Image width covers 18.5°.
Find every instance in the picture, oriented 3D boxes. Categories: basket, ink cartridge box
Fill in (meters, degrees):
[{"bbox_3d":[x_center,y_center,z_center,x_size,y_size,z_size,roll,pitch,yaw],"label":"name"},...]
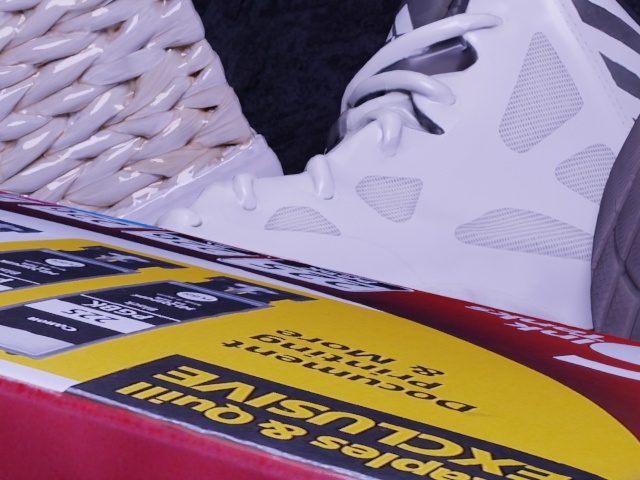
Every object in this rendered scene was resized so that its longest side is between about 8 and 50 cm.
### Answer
[{"bbox_3d":[-0.248,-0.089,1.061,0.331,0.266,0.328,-29,20,-11],"label":"basket"},{"bbox_3d":[-0.076,0.070,0.434,0.309,0.130,0.272,13,8,26],"label":"ink cartridge box"}]

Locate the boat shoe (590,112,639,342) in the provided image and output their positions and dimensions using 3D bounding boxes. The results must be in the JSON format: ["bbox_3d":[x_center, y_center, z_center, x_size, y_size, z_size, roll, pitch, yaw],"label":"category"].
[{"bbox_3d":[0.191,0.047,0.681,0.130,0.132,0.355,24,31,-21],"label":"boat shoe"}]

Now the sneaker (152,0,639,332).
[{"bbox_3d":[0.000,0.001,0.834,0.447,0.257,0.169,3,-29,-24],"label":"sneaker"}]
